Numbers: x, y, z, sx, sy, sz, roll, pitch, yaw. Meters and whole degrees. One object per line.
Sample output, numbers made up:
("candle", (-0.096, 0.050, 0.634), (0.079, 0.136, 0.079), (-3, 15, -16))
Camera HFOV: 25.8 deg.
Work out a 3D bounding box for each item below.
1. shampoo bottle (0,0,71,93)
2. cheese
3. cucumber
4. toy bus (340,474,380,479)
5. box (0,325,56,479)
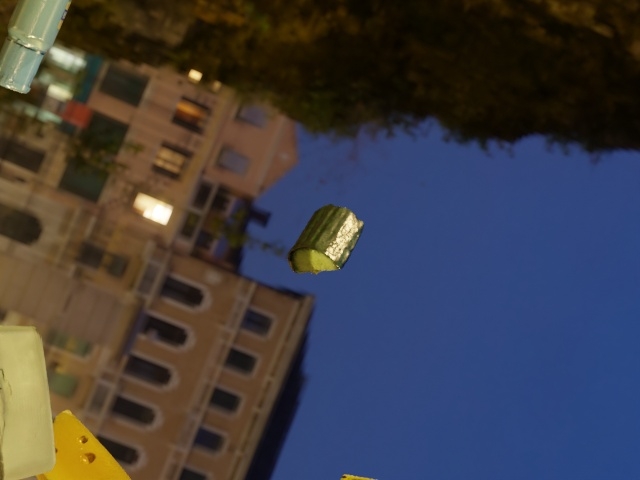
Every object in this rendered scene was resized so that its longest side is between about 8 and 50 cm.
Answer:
("shampoo bottle", (-0.344, -0.311, 1.760), (0.104, 0.061, 0.258), (-133, -113, -81))
("cheese", (-0.339, 0.320, 1.926), (0.093, 0.171, 0.126), (-31, 159, -25))
("cucumber", (0.000, 0.000, 2.280), (0.116, 0.062, 0.115), (-11, -147, 39))
("toy bus", (0.064, 0.448, 2.032), (0.074, 0.081, 0.226), (-48, 139, -52))
("box", (-0.460, 0.209, 1.691), (0.291, 0.166, 0.220), (-14, -97, 45))
